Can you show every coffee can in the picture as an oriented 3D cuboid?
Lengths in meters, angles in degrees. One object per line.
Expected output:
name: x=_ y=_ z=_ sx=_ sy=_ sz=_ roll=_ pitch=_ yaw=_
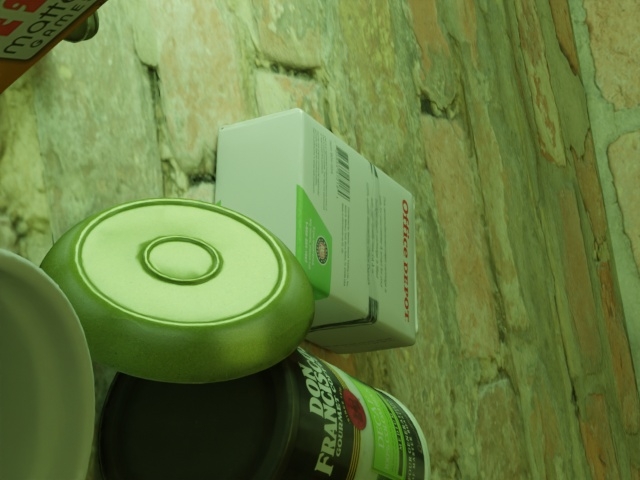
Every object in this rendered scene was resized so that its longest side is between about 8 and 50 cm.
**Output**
coffee can: x=-0.044 y=0.198 z=1.210 sx=0.275 sy=0.201 sz=0.201 roll=35 pitch=50 yaw=-54

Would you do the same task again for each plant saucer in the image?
plant saucer: x=-0.120 y=0.029 z=1.106 sx=0.241 sy=0.241 sz=0.037 roll=-58 pitch=163 yaw=-53

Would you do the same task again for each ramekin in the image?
ramekin: x=-0.277 y=0.129 z=0.798 sx=0.277 sy=0.135 sz=0.277 roll=-30 pitch=125 yaw=-55

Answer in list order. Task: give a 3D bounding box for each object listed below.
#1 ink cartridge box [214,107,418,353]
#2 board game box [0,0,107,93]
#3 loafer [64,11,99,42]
ink cartridge box: x=0.000 y=0.000 z=1.458 sx=0.273 sy=0.115 sz=0.198 roll=32 pitch=53 yaw=-54
board game box: x=-0.366 y=-0.156 z=0.465 sx=0.356 sy=0.356 sz=0.356 roll=61 pitch=26 yaw=10
loafer: x=-0.255 y=-0.225 z=1.135 sx=0.148 sy=0.056 sz=0.050 roll=48 pitch=40 yaw=-29
